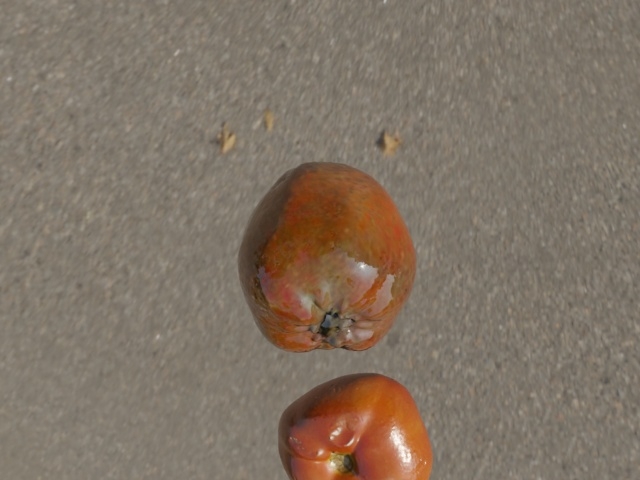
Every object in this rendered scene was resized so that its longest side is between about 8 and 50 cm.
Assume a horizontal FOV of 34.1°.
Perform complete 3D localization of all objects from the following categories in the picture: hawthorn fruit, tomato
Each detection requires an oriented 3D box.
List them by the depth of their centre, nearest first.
[{"bbox_3d":[0.000,0.000,1.223,0.210,0.262,0.211,-7,137,-7],"label":"hawthorn fruit"},{"bbox_3d":[0.060,0.333,1.700,0.259,0.180,0.260,8,110,22],"label":"tomato"}]
